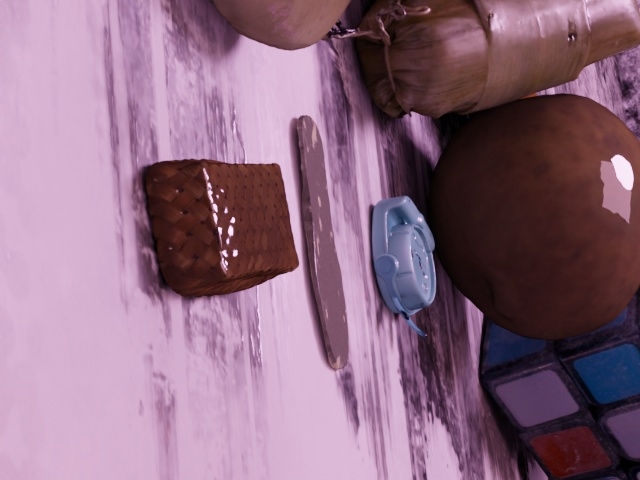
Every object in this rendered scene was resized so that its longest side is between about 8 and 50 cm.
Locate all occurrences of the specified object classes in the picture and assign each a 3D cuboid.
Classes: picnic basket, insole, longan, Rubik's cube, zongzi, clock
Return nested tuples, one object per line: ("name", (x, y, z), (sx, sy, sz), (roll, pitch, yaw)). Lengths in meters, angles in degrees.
("picnic basket", (-0.071, -0.014, 1.249), (0.193, 0.054, 0.110), (-7, 86, -70))
("insole", (0.000, 0.000, 1.516), (0.081, 0.011, 0.248), (23, 58, -69))
("longan", (0.267, -0.028, 1.899), (0.297, 0.297, 0.297), (-11, 90, -72))
("Rubik's cube", (0.449, 0.136, 2.153), (0.359, 0.363, 0.362), (53, 34, -27))
("zongzi", (0.107, -0.243, 1.876), (0.447, 0.418, 0.181), (-19, 108, -31))
("clock", (0.092, 0.034, 1.714), (0.108, 0.045, 0.147), (52, 33, -52))

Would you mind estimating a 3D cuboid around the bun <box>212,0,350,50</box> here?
("bun", (-0.034, -0.303, 1.356), (0.273, 0.168, 0.273), (-6, 90, -78))

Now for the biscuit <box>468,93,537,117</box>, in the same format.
("biscuit", (0.271, -0.129, 2.109), (0.301, 0.043, 0.278), (58, -8, 10))
